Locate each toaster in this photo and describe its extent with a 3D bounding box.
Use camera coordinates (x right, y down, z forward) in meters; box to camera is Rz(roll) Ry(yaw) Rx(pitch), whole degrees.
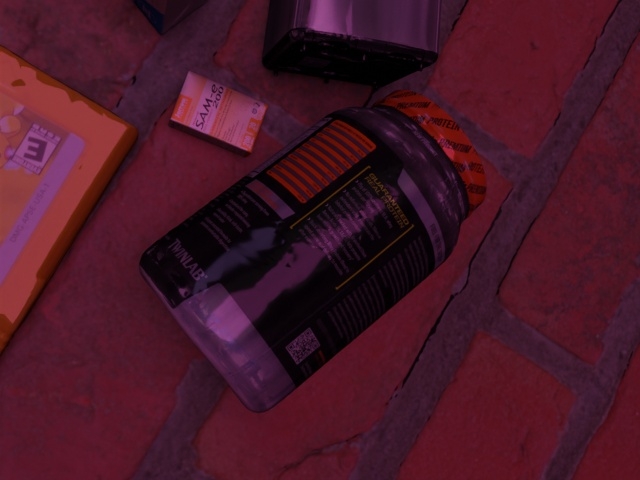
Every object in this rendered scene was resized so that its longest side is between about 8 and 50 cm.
[{"bbox_3d":[0.032,-0.241,0.716,0.168,0.186,0.110,4,93,-16],"label":"toaster"}]

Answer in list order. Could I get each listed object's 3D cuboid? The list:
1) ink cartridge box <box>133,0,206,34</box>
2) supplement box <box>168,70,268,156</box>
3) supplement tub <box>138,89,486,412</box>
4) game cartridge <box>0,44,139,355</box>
[{"bbox_3d":[-0.211,-0.345,0.670,0.078,0.134,0.231,-42,100,-12],"label":"ink cartridge box"},{"bbox_3d":[-0.117,-0.144,0.746,0.098,0.036,0.062,20,83,-15],"label":"supplement box"},{"bbox_3d":[0.000,0.000,0.691,0.338,0.207,0.207,-38,99,-13],"label":"supplement tub"},{"bbox_3d":[-0.392,-0.051,0.657,0.285,0.053,0.323,31,80,-14],"label":"game cartridge"}]
